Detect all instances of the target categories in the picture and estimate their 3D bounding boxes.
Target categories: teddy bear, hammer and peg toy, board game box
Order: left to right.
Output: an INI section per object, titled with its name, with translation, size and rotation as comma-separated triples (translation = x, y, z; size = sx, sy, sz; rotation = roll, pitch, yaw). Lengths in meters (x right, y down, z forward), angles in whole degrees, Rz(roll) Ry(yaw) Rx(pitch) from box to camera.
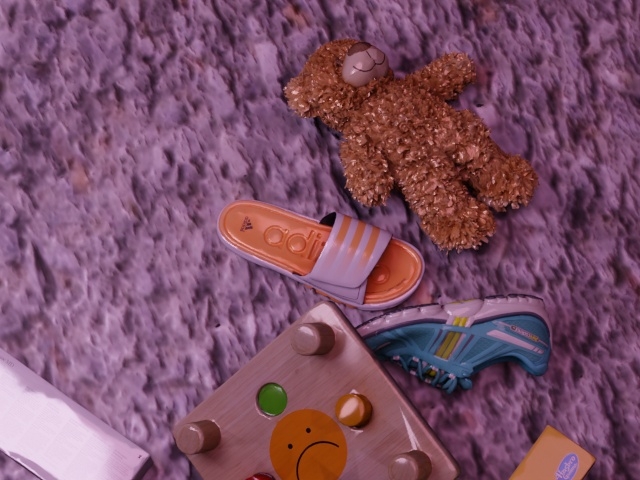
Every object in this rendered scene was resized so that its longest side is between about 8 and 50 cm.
[hammer and peg toy]
translation = -0.043, 0.278, 1.813
size = 0.361, 0.127, 0.266
rotation = -42, 75, 14
[teddy bear]
translation = 0.117, -0.135, 1.970
size = 0.245, 0.113, 0.338
rotation = -27, 74, -11
[board game box]
translation = 0.173, 0.367, 1.737
size = 0.064, 0.242, 0.316
rotation = 35, 75, 12

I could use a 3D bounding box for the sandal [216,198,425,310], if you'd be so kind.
[sandal]
translation = -0.004, 0.010, 1.939
size = 0.265, 0.076, 0.102
rotation = 17, 73, 5

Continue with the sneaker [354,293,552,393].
[sneaker]
translation = 0.143, 0.129, 1.891
size = 0.275, 0.107, 0.110
rotation = -7, 82, -2

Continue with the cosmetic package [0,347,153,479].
[cosmetic package]
translation = -0.322, 0.229, 1.875
size = 0.239, 0.060, 0.099
rotation = 34, 77, 10
